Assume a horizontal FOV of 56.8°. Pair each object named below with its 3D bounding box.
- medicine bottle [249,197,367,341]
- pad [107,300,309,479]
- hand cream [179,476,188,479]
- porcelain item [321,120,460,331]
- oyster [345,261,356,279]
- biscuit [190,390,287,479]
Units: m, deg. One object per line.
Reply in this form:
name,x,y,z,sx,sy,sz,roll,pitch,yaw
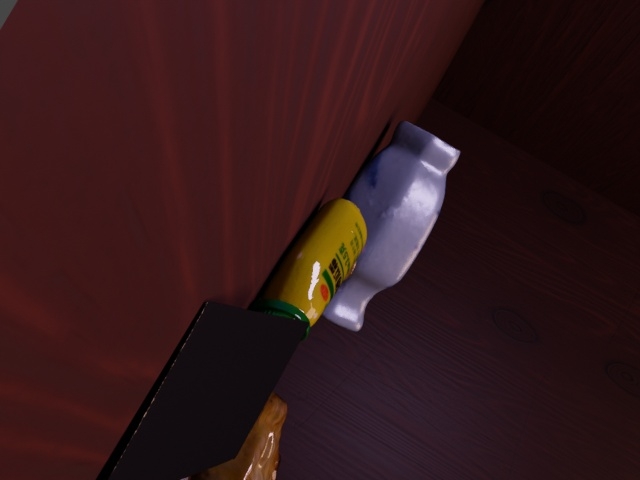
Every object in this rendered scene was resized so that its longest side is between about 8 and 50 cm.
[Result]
medicine bottle,-0.034,0.074,0.709,0.309,0.076,0.111,-55,154,-36
pad,-0.085,0.138,0.517,0.170,0.006,0.245,-62,161,-2
hand cream,-0.135,0.201,0.543,0.067,0.043,0.210,-12,119,-84
porcelain item,0.120,-0.029,1.190,0.405,0.178,0.242,-59,177,9
oyster,-0.001,0.044,0.901,0.163,0.081,0.191,-54,157,8
biscuit,-0.122,0.345,0.803,0.296,0.102,0.296,10,90,-85
